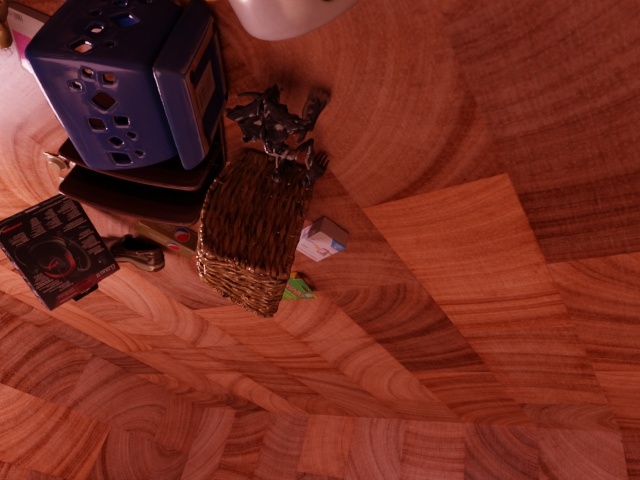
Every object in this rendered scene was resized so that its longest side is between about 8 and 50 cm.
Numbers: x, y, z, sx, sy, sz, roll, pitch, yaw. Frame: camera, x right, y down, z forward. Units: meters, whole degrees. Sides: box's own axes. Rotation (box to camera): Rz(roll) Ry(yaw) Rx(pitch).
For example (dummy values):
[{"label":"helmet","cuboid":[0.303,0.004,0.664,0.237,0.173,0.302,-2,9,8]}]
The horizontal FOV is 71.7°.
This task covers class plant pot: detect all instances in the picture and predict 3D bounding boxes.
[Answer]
[{"label":"plant pot","cuboid":[-0.285,-0.264,0.739,0.212,0.235,0.235,7,145,2]}]

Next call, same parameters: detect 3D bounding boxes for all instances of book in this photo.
[{"label":"book","cuboid":[-0.542,-0.372,0.853,0.097,0.035,0.144,23,145,-7]}]

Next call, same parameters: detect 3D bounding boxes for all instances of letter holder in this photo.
[{"label":"letter holder","cuboid":[-0.377,-0.173,0.911,0.302,0.214,0.152,14,146,1]}]

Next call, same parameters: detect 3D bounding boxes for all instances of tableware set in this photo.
[{"label":"tableware set","cuboid":[-0.658,-0.172,1.195,0.141,0.020,0.168,13,148,5]}]

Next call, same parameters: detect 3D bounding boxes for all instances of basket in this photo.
[{"label":"basket","cuboid":[-0.152,-0.014,0.976,0.214,0.298,0.223,16,146,-4]}]

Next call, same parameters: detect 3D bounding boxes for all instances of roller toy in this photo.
[{"label":"roller toy","cuboid":[-0.040,-0.356,0.537,0.210,0.191,0.146,-13,138,18]}]

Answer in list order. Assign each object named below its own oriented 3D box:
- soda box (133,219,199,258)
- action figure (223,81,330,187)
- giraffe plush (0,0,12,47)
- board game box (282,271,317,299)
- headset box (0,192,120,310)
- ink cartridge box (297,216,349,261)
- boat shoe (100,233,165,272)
[{"label":"soda box","cuboid":[-0.441,-0.021,1.289,0.181,0.061,0.058,31,144,-22]},{"label":"action figure","cuboid":[-0.069,-0.211,0.812,0.164,0.140,0.275,8,161,14]},{"label":"giraffe plush","cuboid":[-0.523,-0.386,0.658,0.211,0.170,0.181,-19,165,19]},{"label":"board game box","cuboid":[-0.145,0.152,1.450,0.260,0.039,0.124,-3,143,29]},{"label":"headset box","cuboid":[-0.737,0.039,1.253,0.110,0.218,0.293,7,127,47]},{"label":"ink cartridge box","cuboid":[0.000,0.000,1.159,0.089,0.052,0.123,33,143,-25]},{"label":"boat shoe","cuboid":[-0.614,0.017,1.407,0.258,0.095,0.095,14,122,5]}]
